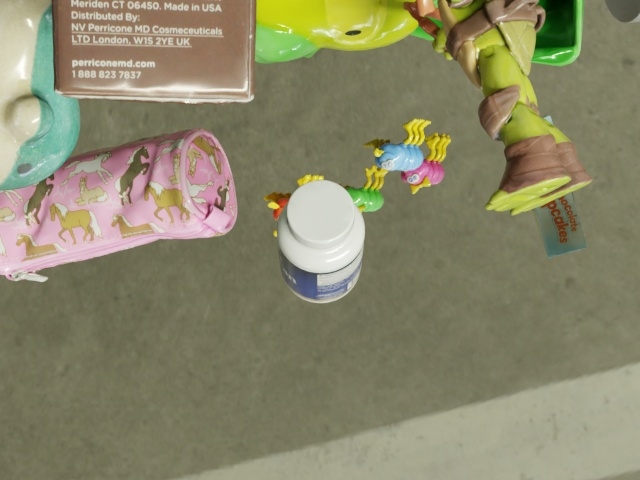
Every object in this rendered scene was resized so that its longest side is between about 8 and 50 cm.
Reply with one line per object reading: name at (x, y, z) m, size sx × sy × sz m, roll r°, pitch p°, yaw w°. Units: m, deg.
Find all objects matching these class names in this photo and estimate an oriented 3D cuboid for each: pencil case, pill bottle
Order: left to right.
pencil case at (-0.313, -0.050, 1.408) m, size 0.386 × 0.160 × 0.167 m, roll -13°, pitch 100°, yaw 19°
pill bottle at (0.000, 0.000, 1.049) m, size 0.094 × 0.094 × 0.169 m, roll -8°, pitch 159°, yaw -3°

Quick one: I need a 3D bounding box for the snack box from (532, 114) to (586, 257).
snack box at (0.339, -0.075, 1.445) m, size 0.060 × 0.322 × 0.187 m, roll -16°, pitch 88°, yaw 13°

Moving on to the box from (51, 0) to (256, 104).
box at (-0.120, -0.292, 0.676) m, size 0.143 × 0.191 × 0.381 m, roll 1°, pitch 101°, yaw -13°

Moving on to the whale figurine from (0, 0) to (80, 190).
whale figurine at (-0.304, -0.178, 1.007) m, size 0.141 × 0.216 × 0.272 m, roll 6°, pitch 125°, yaw -41°

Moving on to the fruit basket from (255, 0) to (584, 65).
fruit basket at (0.091, -0.288, 0.860) m, size 0.283 × 0.392 × 0.392 m, roll 17°, pitch 129°, yaw 23°

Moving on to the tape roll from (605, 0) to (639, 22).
tape roll at (0.500, -0.447, 1.484) m, size 0.072 × 0.219 × 0.219 m, roll -6°, pitch 126°, yaw -4°

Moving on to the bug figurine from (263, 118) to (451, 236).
bug figurine at (0.066, -0.080, 1.348) m, size 0.279 × 0.072 × 0.216 m, roll -26°, pitch 168°, yaw 38°

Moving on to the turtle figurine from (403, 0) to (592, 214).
turtle figurine at (0.117, -0.129, 0.665) m, size 0.087 × 0.269 × 0.217 m, roll -22°, pitch 82°, yaw 10°
